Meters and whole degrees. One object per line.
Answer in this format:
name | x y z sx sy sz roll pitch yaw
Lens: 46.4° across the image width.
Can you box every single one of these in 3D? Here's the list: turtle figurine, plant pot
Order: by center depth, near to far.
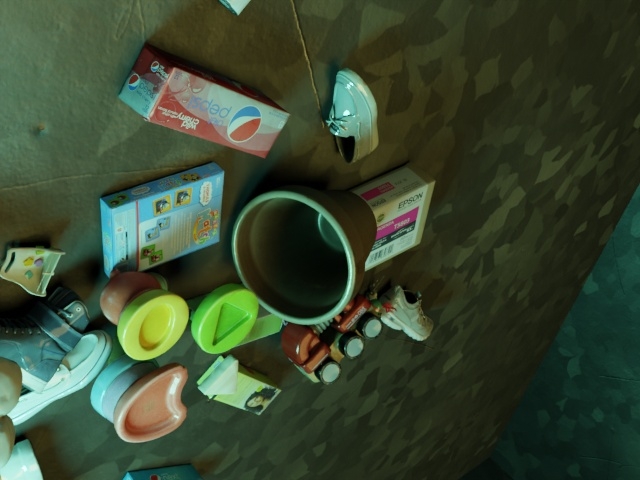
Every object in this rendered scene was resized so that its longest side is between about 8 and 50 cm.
plant pot | 0.000 0.000 1.444 0.229 0.263 0.263 -32 148 -54
turtle figurine | 0.091 0.200 1.862 0.175 0.118 0.234 -8 135 -46

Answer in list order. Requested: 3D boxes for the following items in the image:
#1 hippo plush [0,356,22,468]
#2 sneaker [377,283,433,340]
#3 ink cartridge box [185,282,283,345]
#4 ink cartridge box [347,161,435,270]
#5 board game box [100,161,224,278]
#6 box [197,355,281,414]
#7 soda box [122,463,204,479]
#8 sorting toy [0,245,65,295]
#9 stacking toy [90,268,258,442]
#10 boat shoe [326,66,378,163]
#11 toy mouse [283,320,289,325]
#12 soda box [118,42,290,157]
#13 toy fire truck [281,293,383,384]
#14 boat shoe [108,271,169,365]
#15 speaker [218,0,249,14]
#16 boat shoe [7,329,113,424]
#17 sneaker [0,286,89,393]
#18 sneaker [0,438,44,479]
hippo plush | -0.564 0.239 0.987 0.294 0.237 0.234 -40 119 -38
sneaker | 0.250 0.194 2.041 0.115 0.105 0.281 -53 147 8
ink cartridge box | -0.186 0.154 1.483 0.209 0.109 0.062 -15 134 -41
ink cartridge box | 0.134 -0.044 1.672 0.235 0.088 0.193 -26 142 -30
board game box | -0.264 -0.032 1.262 0.212 0.039 0.160 -22 140 -34
box | -0.183 0.338 1.728 0.087 0.058 0.232 -49 147 1
soda box | -0.371 0.580 1.747 0.067 0.071 0.210 -55 147 12
sorting toy | -0.441 0.036 1.128 0.075 0.045 0.083 12 116 -46
stacking toy | -0.266 0.177 1.305 0.280 0.130 0.308 -13 127 -45
boat shoe | 0.056 -0.223 1.399 0.081 0.079 0.227 -44 151 -15
toy mouse | -0.057 0.164 1.718 0.161 0.031 0.143 13 114 -54
soda box | -0.169 -0.208 1.148 0.263 0.083 0.092 10 116 -54
toy fire truck | 0.003 0.173 1.659 0.217 0.158 0.246 -44 120 -13
boat shoe | -0.324 0.152 1.359 0.223 0.080 0.073 -69 169 17
speaker | -0.096 -0.392 1.067 0.136 0.055 0.055 -50 148 2
boat shoe | -0.458 0.227 1.264 0.226 0.083 0.075 -41 148 -10
sneaker | -0.463 0.121 1.154 0.163 0.086 0.226 -51 140 -12
sneaker | -0.576 0.497 1.406 0.123 0.106 0.290 -20 129 -27
